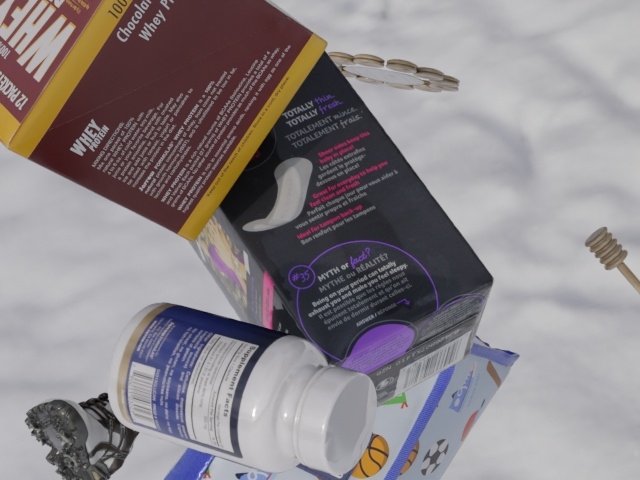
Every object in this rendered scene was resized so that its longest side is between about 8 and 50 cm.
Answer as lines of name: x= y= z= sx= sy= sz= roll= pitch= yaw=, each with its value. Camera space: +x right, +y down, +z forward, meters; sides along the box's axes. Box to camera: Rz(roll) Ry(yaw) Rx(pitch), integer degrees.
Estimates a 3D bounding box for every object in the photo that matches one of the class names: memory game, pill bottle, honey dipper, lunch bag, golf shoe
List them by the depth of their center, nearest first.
pill bottle: x=-0.051 y=0.103 z=1.090 sx=0.169 sy=0.094 sz=0.094 roll=13 pitch=36 yaw=29
golf shoe: x=-0.217 y=0.172 z=1.512 sx=0.077 sy=0.198 sz=0.094 roll=38 pitch=72 yaw=13
honey dipper: x=0.335 y=0.053 z=1.665 sx=0.030 sy=0.160 sz=0.030 roll=-42 pitch=9 yaw=8
lunch bag: x=0.008 y=0.193 z=1.748 sx=0.239 sy=0.328 sz=0.385 roll=33 pitch=5 yaw=30
memory game: x=0.078 y=-0.201 z=1.923 sx=0.186 sy=0.012 sz=0.186 roll=10 pitch=-2 yaw=0

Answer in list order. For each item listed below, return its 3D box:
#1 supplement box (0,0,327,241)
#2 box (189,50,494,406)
supplement box: x=-0.140 y=-0.137 z=1.225 sx=0.191 sy=0.194 sz=0.129 roll=-56 pitch=44 yaw=7
box: x=0.000 y=0.000 z=1.371 sx=0.165 sy=0.143 sz=0.270 roll=-26 pitch=65 yaw=-18
